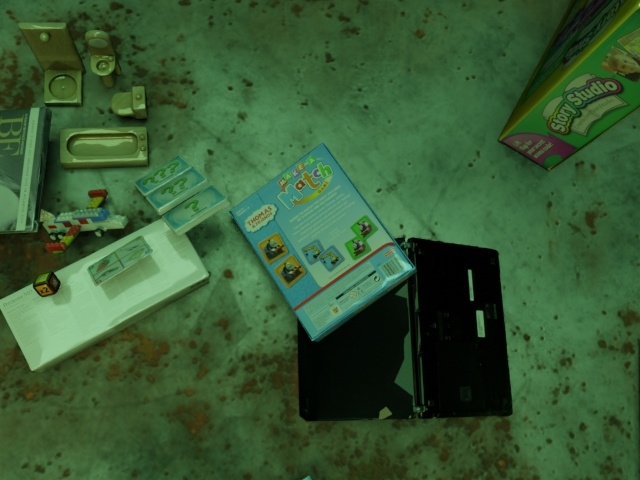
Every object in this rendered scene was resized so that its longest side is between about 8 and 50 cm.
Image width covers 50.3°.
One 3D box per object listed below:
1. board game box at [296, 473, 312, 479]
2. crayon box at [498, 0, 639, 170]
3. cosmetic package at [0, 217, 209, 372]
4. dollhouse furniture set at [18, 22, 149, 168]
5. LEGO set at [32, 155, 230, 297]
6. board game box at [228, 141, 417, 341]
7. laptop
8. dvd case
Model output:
[{"bbox_3d":[-0.024,0.385,0.841,0.104,0.026,0.154,-26,81,-13],"label":"board game box"},{"bbox_3d":[0.408,-0.296,0.895,0.106,0.363,0.313,30,74,0],"label":"crayon box"},{"bbox_3d":[-0.270,0.065,0.871,0.239,0.060,0.098,-28,83,-14],"label":"cosmetic package"},{"bbox_3d":[-0.306,-0.187,0.897,0.144,0.123,0.151,-3,76,-8],"label":"dollhouse furniture set"},{"bbox_3d":[-0.256,-0.031,0.849,0.244,0.060,0.182,-34,38,-13],"label":"LEGO set"},{"bbox_3d":[0.000,0.000,0.895,0.160,0.039,0.211,-36,74,5],"label":"board game box"},{"bbox_3d":[0.115,0.124,0.933,0.264,0.137,0.234,7,74,-32],"label":"laptop"},{"bbox_3d":[-0.455,-0.086,0.872,0.221,0.018,0.164,-2,75,10],"label":"dvd case"}]
